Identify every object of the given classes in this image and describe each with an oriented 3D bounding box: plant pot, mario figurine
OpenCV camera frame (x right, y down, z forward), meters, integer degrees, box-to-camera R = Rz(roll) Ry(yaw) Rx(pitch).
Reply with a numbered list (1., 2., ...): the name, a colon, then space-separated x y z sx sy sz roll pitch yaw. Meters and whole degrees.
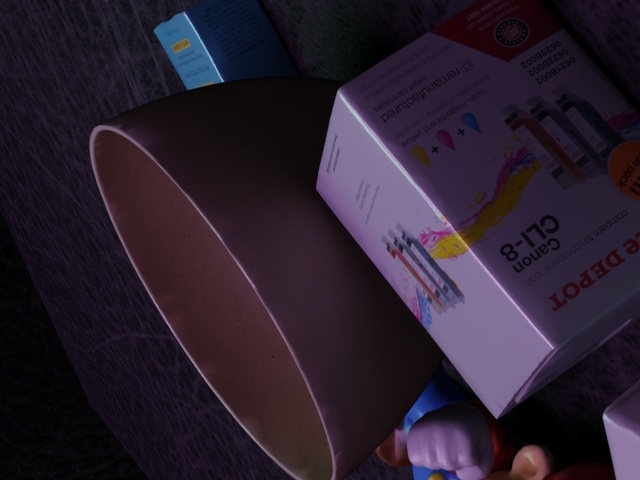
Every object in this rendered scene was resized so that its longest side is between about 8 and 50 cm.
1. plant pot: 0.000 0.000 0.960 0.284 0.191 0.284 50 161 24
2. mario figurine: 0.097 0.188 1.037 0.198 0.170 0.320 22 -170 -29

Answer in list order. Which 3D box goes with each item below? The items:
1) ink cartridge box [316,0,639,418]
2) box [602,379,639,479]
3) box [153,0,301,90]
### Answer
1. ink cartridge box: 0.103 -0.020 0.761 0.176 0.128 0.127 52 161 14
2. box: 0.227 0.106 0.559 0.119 0.182 0.181 35 152 48
3. box: -0.040 -0.084 1.135 0.244 0.060 0.100 61 162 -10
